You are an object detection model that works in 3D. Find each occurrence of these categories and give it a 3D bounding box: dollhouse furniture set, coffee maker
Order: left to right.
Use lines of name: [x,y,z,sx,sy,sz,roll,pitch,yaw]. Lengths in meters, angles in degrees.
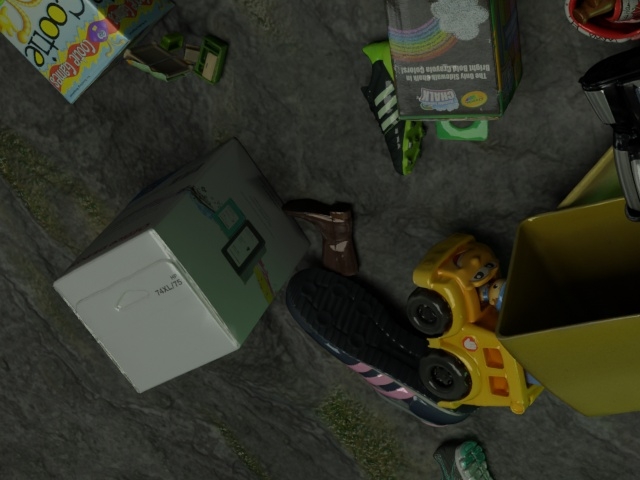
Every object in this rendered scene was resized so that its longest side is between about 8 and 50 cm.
dollhouse furniture set: [-0.189,-0.224,1.663,0.076,0.151,0.059,33,126,21]
coffee maker: [0.395,-0.131,1.417,0.171,0.120,0.178,-21,112,7]

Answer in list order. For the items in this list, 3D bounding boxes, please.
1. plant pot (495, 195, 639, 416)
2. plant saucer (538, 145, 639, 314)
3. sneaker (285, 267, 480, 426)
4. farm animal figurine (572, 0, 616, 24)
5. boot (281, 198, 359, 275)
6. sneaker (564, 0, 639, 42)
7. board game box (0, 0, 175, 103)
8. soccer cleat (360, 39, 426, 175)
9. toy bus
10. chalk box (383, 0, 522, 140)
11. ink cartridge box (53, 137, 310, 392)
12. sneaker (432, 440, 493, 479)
plant pot: [0.354,0.088,1.509,0.212,0.212,0.187,-13,126,29]
plant saucer: [0.488,-0.028,1.545,0.332,0.081,0.333,36,126,0]
sneaker: [0.073,0.166,1.815,0.319,0.112,0.131,36,148,0]
farm animal figurine: [0.232,-0.402,1.294,0.330,0.172,0.327,47,169,33]
boot: [0.000,0.000,1.795,0.106,0.037,0.114,8,126,21]
sneaker: [0.402,-0.264,1.398,0.270,0.145,0.090,8,122,18]
board game box: [-0.353,-0.343,1.665,0.275,0.144,0.142,46,125,-9]
soccer cleat: [0.092,-0.171,1.642,0.072,0.060,0.179,7,116,30]
toy bus: [0.238,0.114,1.662,0.211,0.149,0.220,6,121,40]
chalk box: [0.164,-0.223,1.532,0.132,0.132,0.213,2,121,20]
ink cartridge box: [-0.183,0.032,1.742,0.198,0.270,0.197,-26,107,33]
sneaker: [0.219,0.368,1.918,0.076,0.065,0.166,0,117,41]
